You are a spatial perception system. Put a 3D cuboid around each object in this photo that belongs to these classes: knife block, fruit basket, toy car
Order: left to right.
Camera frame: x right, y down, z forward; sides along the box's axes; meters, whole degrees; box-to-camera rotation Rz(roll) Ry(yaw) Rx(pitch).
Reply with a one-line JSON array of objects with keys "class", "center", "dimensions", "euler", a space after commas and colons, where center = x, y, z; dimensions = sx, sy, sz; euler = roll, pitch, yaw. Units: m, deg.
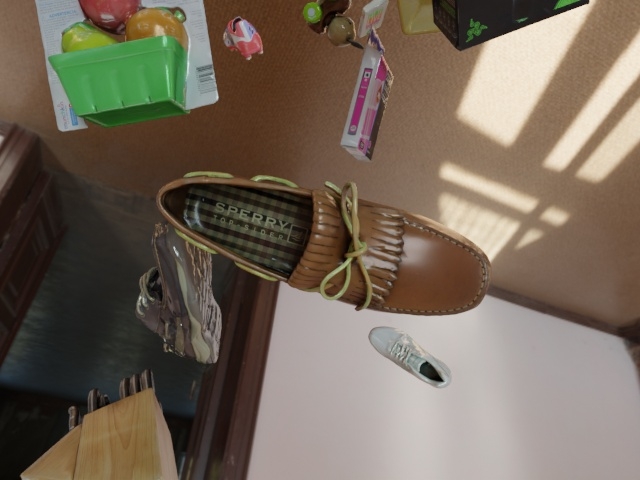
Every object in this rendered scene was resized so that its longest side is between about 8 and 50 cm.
[{"class": "fruit basket", "center": [-0.379, -0.408, 0.858], "dimensions": [0.327, 0.352, 0.165], "euler": [-10, 175, 2]}, {"class": "knife block", "center": [-0.245, 0.268, 0.605], "dimensions": [0.276, 0.242, 0.088], "euler": [-8, 107, 24]}, {"class": "toy car", "center": [0.066, -0.618, 1.258], "dimensions": [0.188, 0.155, 0.149], "euler": [46, 113, -5]}]

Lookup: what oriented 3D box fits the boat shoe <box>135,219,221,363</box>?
[{"class": "boat shoe", "center": [-0.257, 0.110, 0.770], "dimensions": [0.130, 0.132, 0.355], "euler": [0, 134, -4]}]

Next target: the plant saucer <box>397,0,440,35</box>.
[{"class": "plant saucer", "center": [0.334, -0.650, 1.003], "dimensions": [0.333, 0.081, 0.332], "euler": [2, 152, 20]}]

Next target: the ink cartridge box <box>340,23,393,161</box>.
[{"class": "ink cartridge box", "center": [0.156, -0.445, 1.363], "dimensions": [0.069, 0.370, 0.176], "euler": [13, -178, 21]}]

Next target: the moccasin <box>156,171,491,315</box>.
[{"class": "moccasin", "center": [0.001, -0.003, 0.502], "dimensions": [0.380, 0.139, 0.147], "euler": [22, -174, 7]}]

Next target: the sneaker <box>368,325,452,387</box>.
[{"class": "sneaker", "center": [0.146, 0.187, 0.718], "dimensions": [0.152, 0.053, 0.061], "euler": [30, 177, 18]}]

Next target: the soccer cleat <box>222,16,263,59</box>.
[{"class": "soccer cleat", "center": [-0.216, -0.556, 1.177], "dimensions": [0.083, 0.248, 0.095], "euler": [-26, 130, -6]}]

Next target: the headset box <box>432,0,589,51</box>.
[{"class": "headset box", "center": [0.318, -0.495, 0.736], "dimensions": [0.246, 0.131, 0.283], "euler": [-19, 140, 4]}]

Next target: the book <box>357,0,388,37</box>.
[{"class": "book", "center": [0.183, -0.798, 1.574], "dimensions": [0.096, 0.035, 0.144], "euler": [-34, 174, -6]}]
